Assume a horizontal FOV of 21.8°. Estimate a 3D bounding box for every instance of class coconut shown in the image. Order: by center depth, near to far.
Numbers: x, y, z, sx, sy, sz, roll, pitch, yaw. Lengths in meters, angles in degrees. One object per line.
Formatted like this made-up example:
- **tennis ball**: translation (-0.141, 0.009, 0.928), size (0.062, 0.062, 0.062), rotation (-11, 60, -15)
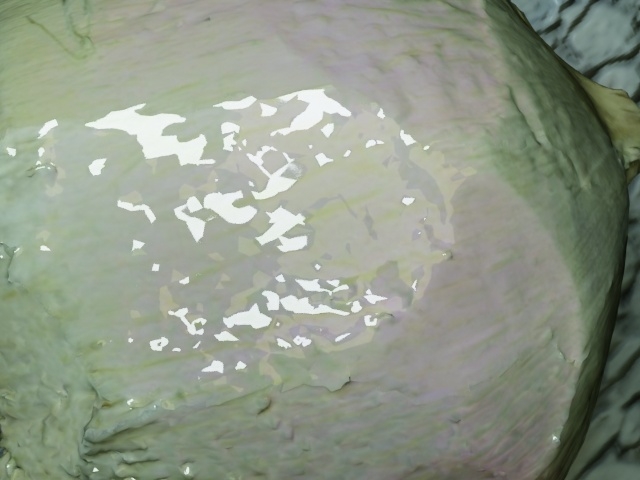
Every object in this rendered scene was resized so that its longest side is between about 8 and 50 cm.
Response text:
- **coconut**: translation (0.000, 0.000, 0.901), size (0.405, 0.404, 0.404), rotation (-3, 103, -15)

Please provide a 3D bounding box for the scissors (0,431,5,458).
- **scissors**: translation (-0.314, 0.213, 1.035), size (0.317, 0.024, 0.160), rotation (-38, 108, 0)
